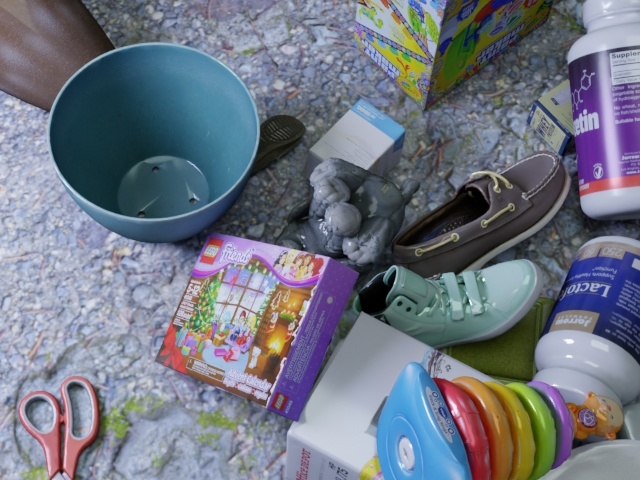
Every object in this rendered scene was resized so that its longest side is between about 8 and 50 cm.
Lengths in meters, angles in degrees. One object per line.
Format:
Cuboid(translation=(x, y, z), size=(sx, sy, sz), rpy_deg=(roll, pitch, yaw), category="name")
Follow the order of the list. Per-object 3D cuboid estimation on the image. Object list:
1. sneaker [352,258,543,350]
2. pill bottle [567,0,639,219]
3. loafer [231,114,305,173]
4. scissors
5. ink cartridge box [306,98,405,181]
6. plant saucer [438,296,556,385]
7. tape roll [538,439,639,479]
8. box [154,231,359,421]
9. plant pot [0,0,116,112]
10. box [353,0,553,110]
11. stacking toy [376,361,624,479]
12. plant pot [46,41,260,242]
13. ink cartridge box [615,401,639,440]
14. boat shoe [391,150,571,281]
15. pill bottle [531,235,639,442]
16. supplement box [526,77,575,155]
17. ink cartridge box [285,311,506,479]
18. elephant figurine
Cuboid(translation=(0.169, 0.075, 1.635), size=(0.256, 0.151, 0.094), rpy_deg=(-26, 50, 14), category="sneaker")
Cuboid(translation=(0.462, -0.197, 1.776), size=(0.182, 0.181, 0.322), rpy_deg=(-4, 84, -5), category="pill bottle")
Cuboid(translation=(-0.084, -0.145, 1.848), size=(0.148, 0.050, 0.056), rpy_deg=(-32, 71, -34), category="loafer")
Cuboid(translation=(-0.337, 0.322, 1.606), size=(0.109, 0.021, 0.297), rpy_deg=(-9, 62, -10), category="scissors")
Cuboid(translation=(0.047, -0.123, 1.816), size=(0.090, 0.092, 0.143), rpy_deg=(38, 67, 16), category="ink cartridge box")
Cuboid(translation=(0.244, 0.145, 1.715), size=(0.188, 0.045, 0.188), rpy_deg=(9, 63, 1), category="plant saucer")
Cuboid(translation=(0.392, 0.446, 1.518), size=(0.392, 0.072, 0.392), rpy_deg=(1, 72, -3), category="tape roll")
Cuboid(translation=(-0.092, 0.104, 1.579), size=(0.057, 0.293, 0.200), rpy_deg=(29, 79, -35), category="box")
Cuboid(translation=(-0.412, -0.289, 1.832), size=(0.230, 0.215, 0.215), rpy_deg=(38, 66, 0), category="plant pot")
Cuboid(translation=(0.220, -0.407, 1.868), size=(0.290, 0.279, 0.177), rpy_deg=(-37, 70, -19), category="box")
Cuboid(translation=(0.232, 0.225, 1.411), size=(0.302, 0.165, 0.175), rpy_deg=(-6, 53, -22), category="stacking toy")
Cuboid(translation=(-0.232, -0.111, 1.738), size=(0.290, 0.195, 0.290), rpy_deg=(1, 63, -2), category="plant pot")
Cuboid(translation=(0.561, 0.319, 1.636), size=(0.275, 0.060, 0.238), rpy_deg=(-10, 62, -8), category="ink cartridge box")
Cuboid(translation=(0.237, -0.041, 1.764), size=(0.324, 0.096, 0.117), rpy_deg=(-37, 34, -18), category="boat shoe")
Cuboid(translation=(0.384, 0.135, 1.653), size=(0.153, 0.153, 0.264), rpy_deg=(24, 57, 9), category="pill bottle")
Cuboid(translation=(0.385, -0.195, 1.892), size=(0.083, 0.056, 0.083), rpy_deg=(-34, 69, -18), category="supplement box")
Cuboid(translation=(0.116, 0.263, 1.562), size=(0.270, 0.198, 0.197), rpy_deg=(27, 65, 11), category="ink cartridge box")
Cuboid(translation=(0.000, 0.000, 1.733), size=(0.186, 0.239, 0.169), rpy_deg=(26, 45, -18), category="elephant figurine")
